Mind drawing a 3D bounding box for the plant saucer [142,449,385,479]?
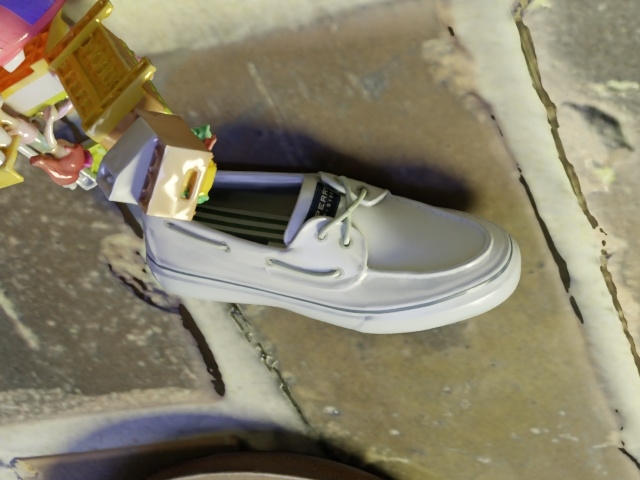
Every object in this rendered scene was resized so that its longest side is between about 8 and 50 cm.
[{"bbox_3d":[-0.025,0.250,1.222,0.311,0.050,0.310,6,137,5],"label":"plant saucer"}]

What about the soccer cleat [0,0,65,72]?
[{"bbox_3d":[-0.251,-0.117,0.840,0.248,0.083,0.095,-10,130,26],"label":"soccer cleat"}]

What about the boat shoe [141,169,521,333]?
[{"bbox_3d":[0.000,0.000,0.912,0.226,0.083,0.075,0,138,13],"label":"boat shoe"}]

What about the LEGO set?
[{"bbox_3d":[-0.117,-0.048,0.847,0.287,0.132,0.107,-1,148,46],"label":"LEGO set"}]
